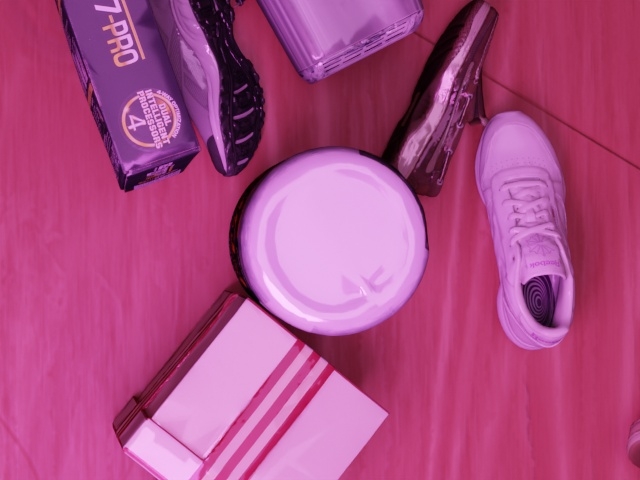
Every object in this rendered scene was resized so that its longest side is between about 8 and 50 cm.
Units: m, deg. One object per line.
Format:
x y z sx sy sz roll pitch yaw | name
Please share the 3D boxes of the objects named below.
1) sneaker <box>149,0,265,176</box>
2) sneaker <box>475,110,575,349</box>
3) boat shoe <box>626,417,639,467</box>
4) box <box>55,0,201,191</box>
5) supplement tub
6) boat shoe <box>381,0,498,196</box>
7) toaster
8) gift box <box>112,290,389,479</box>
-0.148 -0.209 1.918 0.108 0.100 0.271 -10 103 33 | sneaker
0.270 -0.015 1.931 0.114 0.152 0.305 -10 89 -5 | sneaker
0.547 0.218 1.994 0.341 0.121 0.110 -8 54 -10 | boat shoe
-0.235 -0.221 1.748 0.097 0.395 0.318 -21 91 -7 | box
0.000 0.000 1.802 0.207 0.338 0.207 0 90 -7 | supplement tub
0.169 -0.174 1.955 0.095 0.095 0.257 26 96 -14 | boat shoe
0.019 -0.290 1.913 0.227 0.129 0.146 -27 95 -5 | toaster
-0.082 0.239 1.835 0.276 0.255 0.258 40 84 -4 | gift box
